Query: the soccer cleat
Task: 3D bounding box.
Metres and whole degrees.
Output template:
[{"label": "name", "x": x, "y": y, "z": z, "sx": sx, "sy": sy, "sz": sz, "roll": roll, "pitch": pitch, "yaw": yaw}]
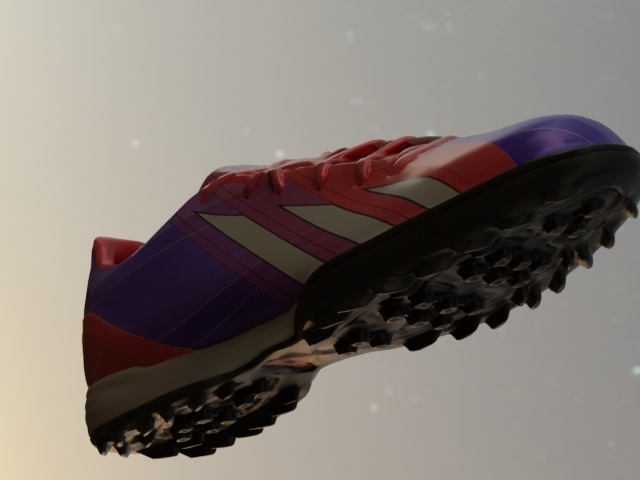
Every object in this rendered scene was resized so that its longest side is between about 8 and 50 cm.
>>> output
[{"label": "soccer cleat", "x": 0.000, "y": 0.000, "z": 0.837, "sx": 0.318, "sy": 0.108, "sz": 0.116, "roll": -29, "pitch": -116, "yaw": 40}]
